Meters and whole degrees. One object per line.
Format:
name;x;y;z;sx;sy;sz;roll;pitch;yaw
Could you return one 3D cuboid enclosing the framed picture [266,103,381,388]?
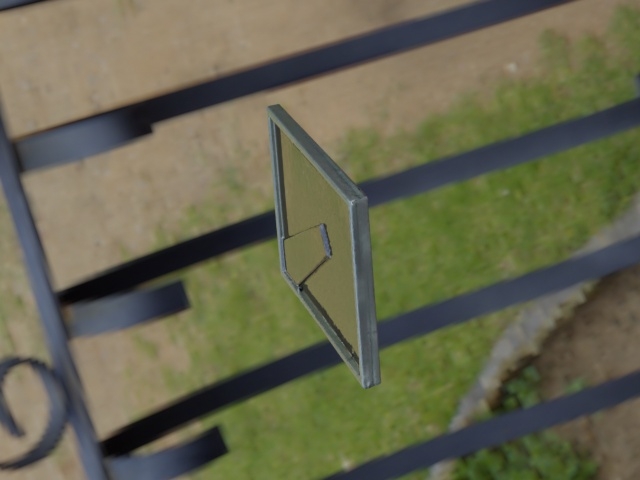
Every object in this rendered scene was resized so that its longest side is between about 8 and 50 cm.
framed picture;0.000;0.000;0.559;0.089;0.006;0.066;-130;31;-61
